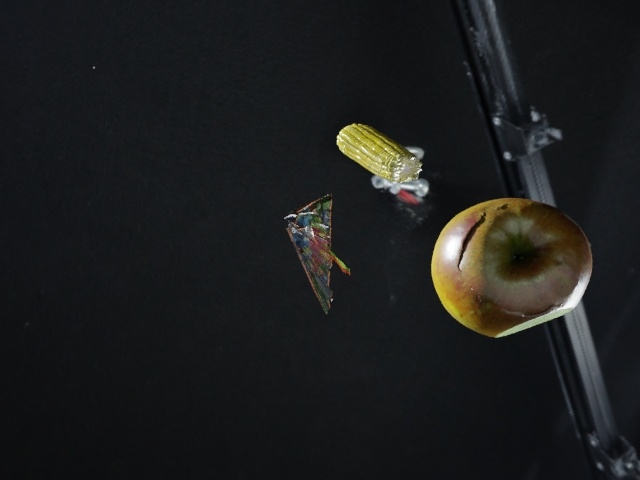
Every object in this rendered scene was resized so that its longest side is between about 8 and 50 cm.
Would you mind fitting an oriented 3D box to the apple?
[{"bbox_3d":[0.205,0.029,0.758,0.163,0.147,0.146,-21,-111,-1],"label":"apple"}]

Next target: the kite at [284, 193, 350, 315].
[{"bbox_3d":[0.000,0.000,1.113,0.014,0.241,0.183,-21,-45,29],"label":"kite"}]

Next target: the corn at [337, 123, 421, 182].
[{"bbox_3d":[0.096,-0.145,1.136,0.085,0.165,0.063,17,-73,-37],"label":"corn"}]
